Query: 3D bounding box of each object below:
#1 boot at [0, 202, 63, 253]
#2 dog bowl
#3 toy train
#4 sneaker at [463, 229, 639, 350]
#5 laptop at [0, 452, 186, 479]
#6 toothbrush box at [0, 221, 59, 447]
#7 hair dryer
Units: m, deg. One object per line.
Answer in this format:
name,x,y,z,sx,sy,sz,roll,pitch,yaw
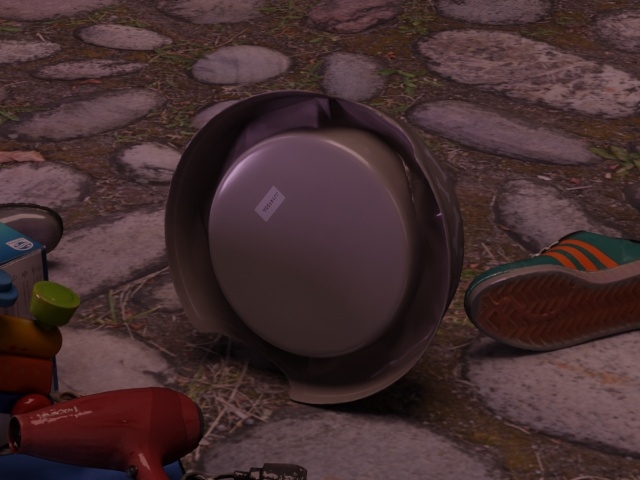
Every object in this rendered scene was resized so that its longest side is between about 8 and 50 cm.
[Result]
boot,-0.444,0.037,1.871,0.246,0.083,0.161,-8,34,-3
dog bowl,0.000,0.000,1.654,0.349,0.349,0.102,13,17,24
toy train,-0.272,0.103,1.453,0.248,0.143,0.105,13,21,-42
sneaker,0.291,0.054,1.793,0.302,0.108,0.121,-4,25,-25
laptop,-0.304,0.217,1.337,0.236,0.408,0.382,-38,31,1
toothbrush box,-0.423,0.073,1.630,0.295,0.216,0.126,23,34,39
hair dryer,-0.151,0.216,1.403,0.293,0.080,0.223,21,23,2
